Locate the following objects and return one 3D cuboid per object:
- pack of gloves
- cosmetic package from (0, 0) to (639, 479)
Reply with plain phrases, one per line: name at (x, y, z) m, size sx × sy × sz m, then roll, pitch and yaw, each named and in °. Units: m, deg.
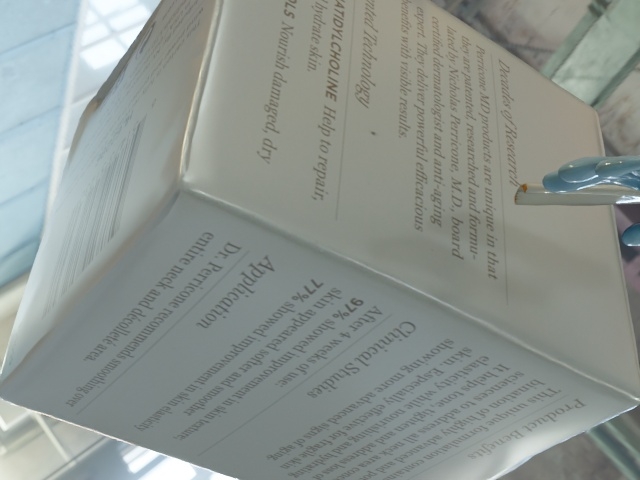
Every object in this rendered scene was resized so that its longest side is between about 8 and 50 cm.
pack of gloves at (0.236, -0.014, 0.556) m, size 0.195 × 0.232 × 0.046 m, roll 41°, pitch 51°, yaw -82°
cosmetic package at (0.000, 0.000, 0.827) m, size 0.394 × 0.327 × 0.329 m, roll 26°, pitch -44°, yaw -24°
